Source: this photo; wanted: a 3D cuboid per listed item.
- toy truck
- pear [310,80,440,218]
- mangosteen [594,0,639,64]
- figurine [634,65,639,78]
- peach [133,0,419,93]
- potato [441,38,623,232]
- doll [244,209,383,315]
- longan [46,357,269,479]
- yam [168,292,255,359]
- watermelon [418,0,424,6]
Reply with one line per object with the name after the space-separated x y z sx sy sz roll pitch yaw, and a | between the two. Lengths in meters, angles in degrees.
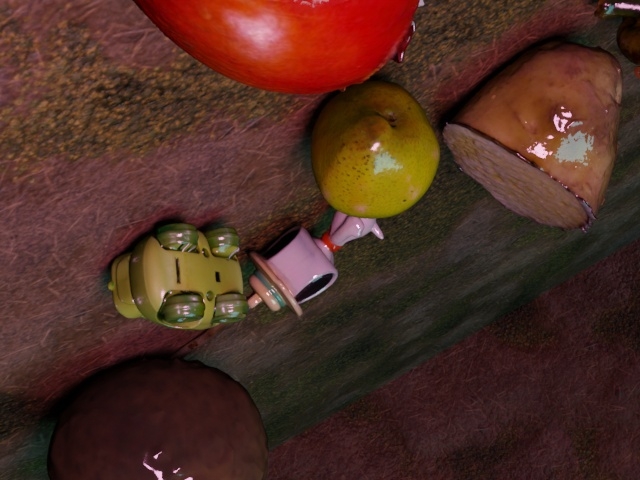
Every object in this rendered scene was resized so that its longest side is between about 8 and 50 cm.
-0.222 0.062 1.354 0.211 0.148 0.187 -11 167 17 | toy truck
0.072 -0.124 1.249 0.187 0.187 0.219 -31 164 -3 | pear
0.600 -0.327 1.391 0.297 0.297 0.313 -44 154 29 | mangosteen
0.647 -0.350 1.701 0.197 0.093 0.147 -17 134 -17 | figurine
-0.023 -0.243 0.717 0.281 0.281 0.338 -34 151 7 | peach
0.374 -0.187 1.494 0.237 0.301 0.289 -56 -173 -9 | potato
-0.001 0.000 1.544 0.271 0.144 0.208 -43 178 36 | doll
-0.286 0.387 1.670 0.391 0.391 0.391 -28 159 -11 | longan
-0.199 0.167 1.778 0.234 0.029 0.027 -36 132 15 | yam
0.079 -0.309 0.977 0.121 0.098 0.158 -5 143 -51 | watermelon
